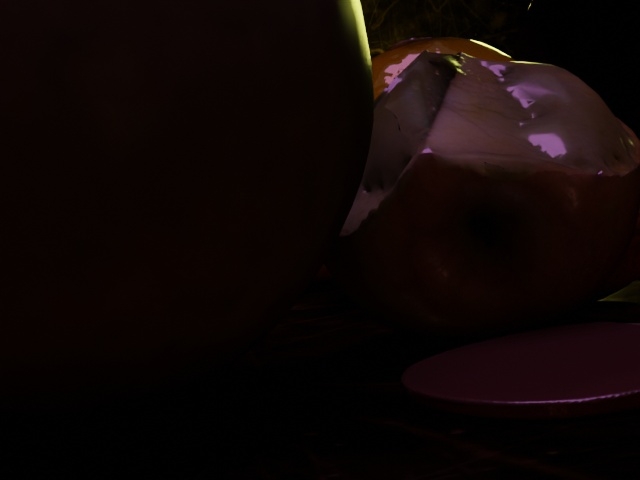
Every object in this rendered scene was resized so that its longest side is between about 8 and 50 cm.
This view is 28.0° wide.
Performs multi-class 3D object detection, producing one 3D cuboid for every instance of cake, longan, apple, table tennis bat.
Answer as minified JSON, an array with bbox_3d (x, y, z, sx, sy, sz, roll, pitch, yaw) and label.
[{"bbox_3d":[0.293,-0.186,1.157,0.185,0.208,0.178,37,38,16],"label":"cake"},{"bbox_3d":[-0.141,-0.076,0.664,0.360,0.361,0.361,-6,3,0],"label":"longan"},{"bbox_3d":[0.092,-0.021,0.781,0.207,0.174,0.188,-4,34,9],"label":"apple"},{"bbox_3d":[0.167,0.052,0.642,0.274,0.021,0.154,-9,7,-31],"label":"table tennis bat"}]

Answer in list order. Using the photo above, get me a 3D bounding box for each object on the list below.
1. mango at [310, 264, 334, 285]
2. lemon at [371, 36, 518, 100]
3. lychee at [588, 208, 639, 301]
[{"bbox_3d":[-0.003,0.000,1.300,0.115,0.090,0.178,9,8,36],"label":"mango"},{"bbox_3d":[0.103,-0.066,1.105,0.240,0.219,0.240,-10,5,1],"label":"lemon"},{"bbox_3d":[0.179,-0.007,0.924,0.140,0.101,0.114,-21,33,39],"label":"lychee"}]
